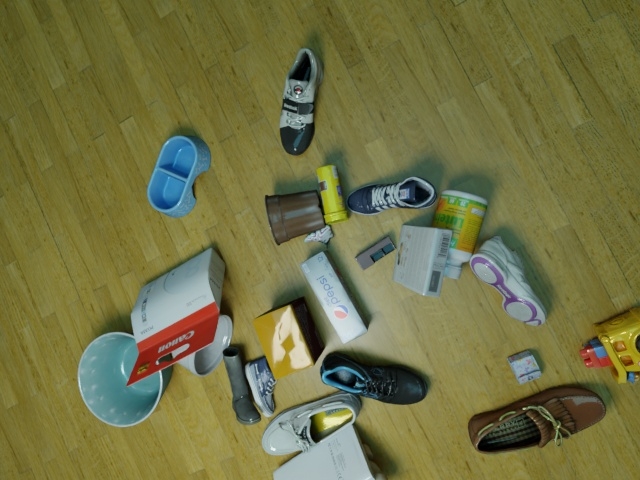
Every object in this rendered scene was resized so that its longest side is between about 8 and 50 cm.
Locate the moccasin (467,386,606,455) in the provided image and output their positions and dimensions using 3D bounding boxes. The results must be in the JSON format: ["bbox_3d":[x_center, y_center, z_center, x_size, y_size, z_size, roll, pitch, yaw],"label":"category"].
[{"bbox_3d":[0.619,0.524,1.169,0.379,0.147,0.139,-16,88,11],"label":"moccasin"}]

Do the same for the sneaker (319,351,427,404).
[{"bbox_3d":[0.160,0.447,1.260,0.340,0.139,0.125,9,91,9],"label":"sneaker"}]

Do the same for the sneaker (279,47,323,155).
[{"bbox_3d":[-0.075,-0.441,1.289,0.122,0.146,0.331,9,94,9],"label":"sneaker"}]

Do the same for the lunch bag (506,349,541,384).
[{"bbox_3d":[0.613,0.383,1.217,0.071,0.053,0.083,-25,96,12],"label":"lunch bag"}]

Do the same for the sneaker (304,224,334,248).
[{"bbox_3d":[0.000,0.000,1.333,0.098,0.038,0.069,-31,85,10],"label":"sneaker"}]

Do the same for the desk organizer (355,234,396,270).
[{"bbox_3d":[0.177,0.040,1.297,0.130,0.047,0.050,-34,87,10],"label":"desk organizer"}]

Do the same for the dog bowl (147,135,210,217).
[{"bbox_3d":[-0.496,-0.224,1.406,0.165,0.074,0.297,23,96,9],"label":"dog bowl"}]

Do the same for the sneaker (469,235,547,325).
[{"bbox_3d":[0.572,0.116,1.186,0.305,0.114,0.152,49,60,-11],"label":"sneaker"}]

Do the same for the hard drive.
[{"bbox_3d":[0.002,0.723,1.251,0.307,0.203,0.040,-34,117,2],"label":"hard drive"}]

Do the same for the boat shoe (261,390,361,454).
[{"bbox_3d":[-0.041,0.605,1.291,0.367,0.156,0.136,-25,86,10],"label":"boat shoe"}]

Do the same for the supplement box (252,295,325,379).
[{"bbox_3d":[-0.093,0.297,1.276,0.129,0.194,0.191,-23,87,10],"label":"supplement box"}]

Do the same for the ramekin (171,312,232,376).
[{"bbox_3d":[-0.392,0.327,1.335,0.109,0.207,0.207,15,94,19],"label":"ramekin"}]

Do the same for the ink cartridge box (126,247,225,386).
[{"bbox_3d":[-0.458,0.220,1.265,0.308,0.385,0.091,-28,120,9],"label":"ink cartridge box"}]

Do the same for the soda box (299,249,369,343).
[{"bbox_3d":[0.046,0.176,1.297,0.091,0.098,0.286,-30,86,9],"label":"soda box"}]

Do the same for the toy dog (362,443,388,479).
[{"bbox_3d":[0.078,0.796,1.275,0.333,0.220,0.161,-25,118,17],"label":"toy dog"}]

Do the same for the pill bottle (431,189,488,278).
[{"bbox_3d":[0.395,-0.017,1.207,0.136,0.136,0.246,16,94,10],"label":"pill bottle"}]

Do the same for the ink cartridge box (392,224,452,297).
[{"bbox_3d":[0.292,0.051,1.196,0.066,0.232,0.189,10,92,-8],"label":"ink cartridge box"}]

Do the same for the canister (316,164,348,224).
[{"bbox_3d":[0.037,-0.142,1.281,0.073,0.126,0.170,-12,87,6],"label":"canister"}]

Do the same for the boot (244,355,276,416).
[{"bbox_3d":[-0.179,0.487,1.359,0.086,0.069,0.190,-27,84,13],"label":"boot"}]

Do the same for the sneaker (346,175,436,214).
[{"bbox_3d":[0.211,-0.134,1.232,0.282,0.153,0.099,-3,90,11],"label":"sneaker"}]

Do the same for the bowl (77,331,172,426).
[{"bbox_3d":[-0.643,0.451,1.400,0.311,0.163,0.312,0,91,10],"label":"bowl"}]

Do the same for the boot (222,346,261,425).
[{"bbox_3d":[-0.259,0.469,1.326,0.189,0.076,0.209,9,103,53],"label":"boot"}]

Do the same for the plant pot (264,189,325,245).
[{"bbox_3d":[-0.075,-0.081,1.292,0.165,0.167,0.167,-12,89,3],"label":"plant pot"}]

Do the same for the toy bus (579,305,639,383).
[{"bbox_3d":[0.855,0.325,1.133,0.211,0.149,0.220,-28,88,23],"label":"toy bus"}]
